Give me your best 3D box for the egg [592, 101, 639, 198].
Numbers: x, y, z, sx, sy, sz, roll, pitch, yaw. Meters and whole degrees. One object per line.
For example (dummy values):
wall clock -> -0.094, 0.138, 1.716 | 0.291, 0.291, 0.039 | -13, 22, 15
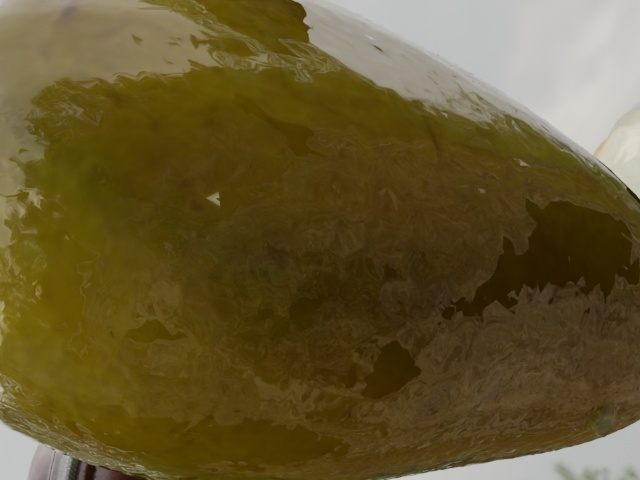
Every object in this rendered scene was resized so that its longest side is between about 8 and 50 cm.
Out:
egg -> 0.400, 0.001, 1.436 | 0.283, 0.345, 0.283 | -170, 90, -67

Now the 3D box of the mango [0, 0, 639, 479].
mango -> 0.000, 0.000, 0.789 | 0.301, 0.445, 0.220 | -120, 46, -59

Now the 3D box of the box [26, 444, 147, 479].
box -> -0.099, 0.279, 1.276 | 0.263, 0.108, 0.404 | -55, -45, -54
